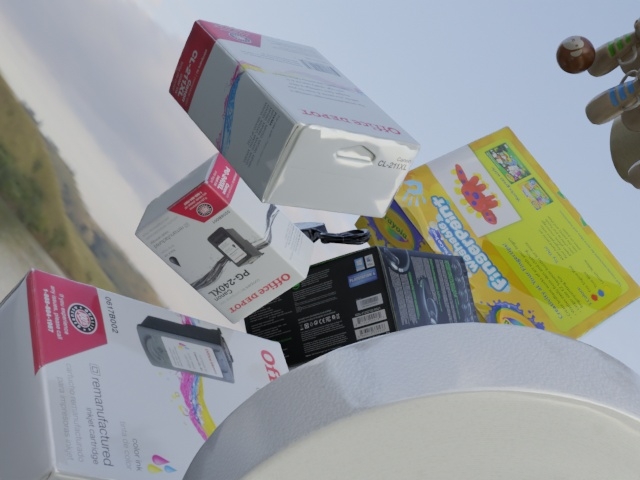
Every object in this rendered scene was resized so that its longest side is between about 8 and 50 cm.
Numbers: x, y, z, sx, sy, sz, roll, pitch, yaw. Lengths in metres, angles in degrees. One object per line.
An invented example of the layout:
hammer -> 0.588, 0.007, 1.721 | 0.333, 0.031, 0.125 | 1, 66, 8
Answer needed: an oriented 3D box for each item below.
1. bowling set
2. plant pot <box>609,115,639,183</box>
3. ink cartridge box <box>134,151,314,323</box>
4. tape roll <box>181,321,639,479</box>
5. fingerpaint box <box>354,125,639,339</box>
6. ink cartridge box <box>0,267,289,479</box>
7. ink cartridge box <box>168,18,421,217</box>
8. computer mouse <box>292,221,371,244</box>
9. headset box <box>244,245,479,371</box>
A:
bowling set -> 0.442, -0.231, 1.399 | 0.200, 0.286, 0.154 | 24, -37, -29
plant pot -> 0.587, -0.155, 1.520 | 0.274, 0.256, 0.256 | 0, -49, 50
ink cartridge box -> -0.096, 0.000, 1.048 | 0.150, 0.109, 0.063 | 45, 30, -22
tape roll -> 0.087, 0.229, 0.719 | 0.392, 0.392, 0.072 | 59, 10, -32
fingerpaint box -> 0.349, 0.037, 2.005 | 0.444, 0.371, 0.163 | 53, -35, 15
ink cartridge box -> -0.161, 0.180, 0.962 | 0.306, 0.131, 0.226 | 19, 35, -38
ink cartridge box -> -0.024, -0.098, 0.813 | 0.128, 0.072, 0.175 | 6, 31, -40
computer mouse -> 0.000, 0.000, 1.531 | 0.242, 0.071, 0.041 | 7, -74, 61
headset box -> 0.068, 0.108, 1.493 | 0.283, 0.246, 0.131 | 7, 68, -56
